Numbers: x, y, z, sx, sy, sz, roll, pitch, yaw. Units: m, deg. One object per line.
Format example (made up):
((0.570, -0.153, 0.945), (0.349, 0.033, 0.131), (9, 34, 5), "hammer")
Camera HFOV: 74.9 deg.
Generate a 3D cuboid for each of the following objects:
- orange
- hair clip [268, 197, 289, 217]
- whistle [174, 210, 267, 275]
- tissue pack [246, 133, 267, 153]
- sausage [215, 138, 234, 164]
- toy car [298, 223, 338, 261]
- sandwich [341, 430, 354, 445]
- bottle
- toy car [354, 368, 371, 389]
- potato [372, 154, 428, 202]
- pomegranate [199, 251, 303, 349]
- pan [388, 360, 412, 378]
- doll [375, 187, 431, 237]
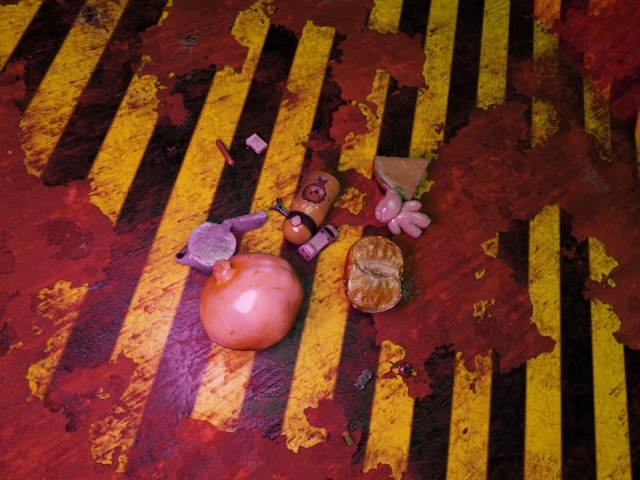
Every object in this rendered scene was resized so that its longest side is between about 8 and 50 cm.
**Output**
((0.231, 0.155, 1.835), (0.263, 0.196, 0.333), (1, 67, 3), "orange")
((-0.126, -0.108, 1.935), (0.230, 0.039, 0.070), (34, 67, -5), "hair clip")
((-0.412, -0.012, 1.767), (0.188, 0.168, 0.404), (39, 64, 1), "whistle")
((-0.307, -0.464, 2.008), (0.083, 0.042, 0.062), (42, 70, 4), "tissue pack")
((-0.449, -0.415, 1.967), (0.030, 0.035, 0.147), (-25, 76, -40), "sausage")
((0.000, 0.000, 1.881), (0.210, 0.108, 0.089), (-39, 84, -21), "toy car")
((0.105, 0.787, 1.675), (0.031, 0.044, 0.083), (-29, 123, -15), "sandwich")
((-0.048, -0.136, 1.856), (0.172, 0.171, 0.351), (28, 59, -2), "bottle")
((0.181, 0.585, 1.765), (0.041, 0.025, 0.093), (41, 71, 2), "toy car")
((0.369, -0.338, 2.076), (0.256, 0.112, 0.269), (28, 70, 0), "potato")
((-0.277, 0.222, 1.601), (0.413, 0.411, 0.410), (4, 71, -11), "pomegranate")
((0.350, 0.552, 1.814), (0.115, 0.023, 0.068), (28, 69, -2), "pan")
((0.385, -0.116, 1.999), (0.278, 0.149, 0.175), (31, 78, -15), "doll")
